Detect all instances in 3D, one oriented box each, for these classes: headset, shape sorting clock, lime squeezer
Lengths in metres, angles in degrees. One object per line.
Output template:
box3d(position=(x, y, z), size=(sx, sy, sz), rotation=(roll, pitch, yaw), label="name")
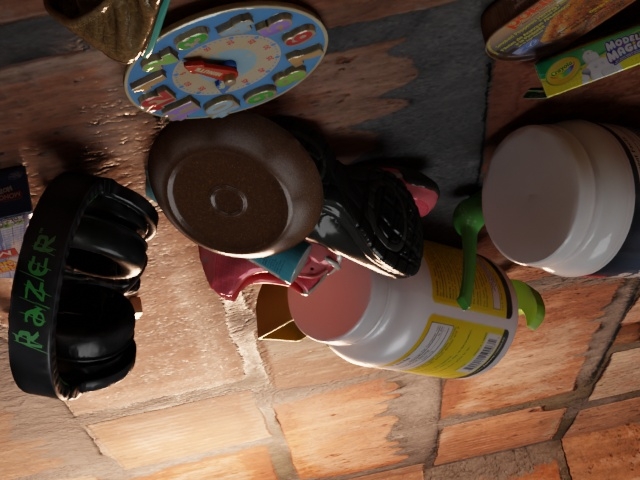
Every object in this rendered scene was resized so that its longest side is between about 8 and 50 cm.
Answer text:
box3d(position=(-0.288, 0.045, 1.719), size=(0.185, 0.243, 0.394), rotation=(10, -179, 8), label="headset")
box3d(position=(-0.091, -0.171, 1.487), size=(0.206, 0.040, 0.206), rotation=(-11, 160, -4), label="shape sorting clock")
box3d(position=(0.240, -0.025, 2.010), size=(0.310, 0.110, 0.059), rotation=(-36, 163, -46), label="lime squeezer")

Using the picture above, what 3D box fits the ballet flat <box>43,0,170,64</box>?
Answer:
box3d(position=(-0.143, -0.251, 1.180), size=(0.124, 0.116, 0.342), rotation=(16, 154, -18), label="ballet flat")

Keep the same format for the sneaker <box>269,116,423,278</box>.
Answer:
box3d(position=(0.004, -0.042, 1.759), size=(0.286, 0.109, 0.130), rotation=(36, 146, -29), label="sneaker")

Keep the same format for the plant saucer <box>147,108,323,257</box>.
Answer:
box3d(position=(-0.097, -0.051, 1.639), size=(0.198, 0.036, 0.199), rotation=(8, 128, 11), label="plant saucer")

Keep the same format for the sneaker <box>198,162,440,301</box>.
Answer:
box3d(position=(0.000, 0.000, 1.862), size=(0.313, 0.136, 0.116), rotation=(-12, 160, -5), label="sneaker")

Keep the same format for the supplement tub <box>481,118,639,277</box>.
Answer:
box3d(position=(0.353, -0.049, 1.869), size=(0.272, 0.191, 0.191), rotation=(2, 155, -36), label="supplement tub")

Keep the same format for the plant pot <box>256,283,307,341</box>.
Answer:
box3d(position=(-0.042, 0.089, 2.150), size=(0.081, 0.083, 0.081), rotation=(9, 151, -44), label="plant pot")

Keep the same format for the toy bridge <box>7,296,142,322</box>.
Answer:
box3d(position=(-0.338, 0.107, 2.099), size=(0.188, 0.026, 0.063), rotation=(-4, 161, -22), label="toy bridge")

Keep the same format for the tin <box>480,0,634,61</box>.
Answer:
box3d(position=(0.241, -0.238, 1.521), size=(0.106, 0.040, 0.189), rotation=(0, 157, -42), label="tin")

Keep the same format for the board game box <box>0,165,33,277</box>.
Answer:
box3d(position=(-0.403, -0.003, 1.717), size=(0.194, 0.060, 0.194), rotation=(-12, 159, -2), label="board game box")

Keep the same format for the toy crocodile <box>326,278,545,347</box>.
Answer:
box3d(position=(0.177, 0.126, 2.354), size=(0.340, 0.105, 0.115), rotation=(-15, 160, 8), label="toy crocodile")

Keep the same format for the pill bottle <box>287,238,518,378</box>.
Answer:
box3d(position=(0.112, 0.086, 2.087), size=(0.188, 0.188, 0.334), rotation=(-26, 156, 32), label="pill bottle")

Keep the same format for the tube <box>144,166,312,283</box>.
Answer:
box3d(position=(-0.112, -0.019, 1.738), size=(0.207, 0.052, 0.080), rotation=(27, 154, 6), label="tube")

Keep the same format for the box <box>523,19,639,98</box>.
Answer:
box3d(position=(0.298, -0.196, 1.605), size=(0.179, 0.043, 0.105), rotation=(-22, -174, 17), label="box")
